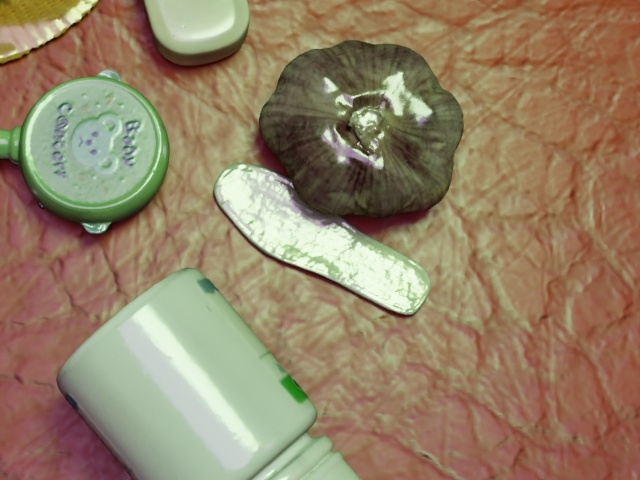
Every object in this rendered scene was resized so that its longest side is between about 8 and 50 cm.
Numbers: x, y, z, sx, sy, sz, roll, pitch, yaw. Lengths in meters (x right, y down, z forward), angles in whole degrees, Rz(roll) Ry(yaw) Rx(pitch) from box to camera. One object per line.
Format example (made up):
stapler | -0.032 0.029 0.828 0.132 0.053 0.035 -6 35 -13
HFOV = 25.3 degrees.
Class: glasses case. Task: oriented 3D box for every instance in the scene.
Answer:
glasses case | -0.115 -0.238 1.152 0.083 0.050 0.196 -16 81 -10

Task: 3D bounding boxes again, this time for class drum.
drum | -0.243 -0.056 1.105 0.253 0.049 0.130 -11 80 -7

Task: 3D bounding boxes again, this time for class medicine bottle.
medicine bottle | -0.068 0.147 1.039 0.139 0.139 0.237 -41 86 -11

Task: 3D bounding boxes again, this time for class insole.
insole | 0.000 0.000 1.137 0.192 0.010 0.063 30 78 1

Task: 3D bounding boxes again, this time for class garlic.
garlic | 0.036 -0.087 1.110 0.159 0.102 0.147 30 75 1

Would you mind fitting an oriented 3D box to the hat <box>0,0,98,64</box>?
hat | -0.268 -0.279 1.053 0.233 0.233 0.244 40 77 4
